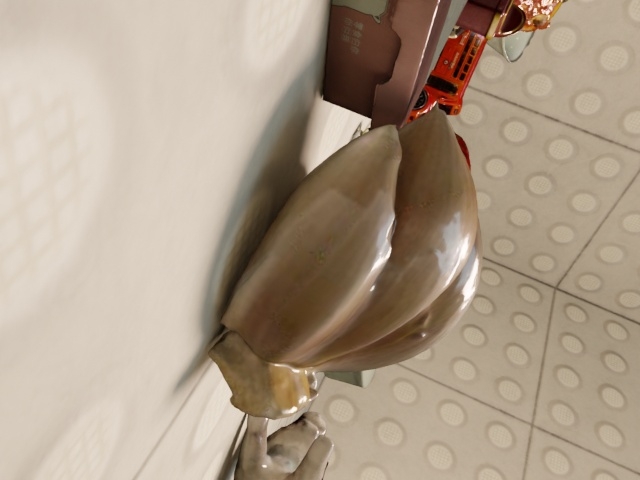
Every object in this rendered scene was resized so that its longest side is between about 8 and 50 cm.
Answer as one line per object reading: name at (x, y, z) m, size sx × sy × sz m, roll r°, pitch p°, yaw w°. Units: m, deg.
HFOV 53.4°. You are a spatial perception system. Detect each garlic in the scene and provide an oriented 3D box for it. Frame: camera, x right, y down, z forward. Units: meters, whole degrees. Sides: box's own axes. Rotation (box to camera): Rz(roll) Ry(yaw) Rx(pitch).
garlic at (0.052, 0.036, 0.625) m, size 0.325 × 0.132 × 0.279 m, roll -46°, pitch 152°, yaw 10°

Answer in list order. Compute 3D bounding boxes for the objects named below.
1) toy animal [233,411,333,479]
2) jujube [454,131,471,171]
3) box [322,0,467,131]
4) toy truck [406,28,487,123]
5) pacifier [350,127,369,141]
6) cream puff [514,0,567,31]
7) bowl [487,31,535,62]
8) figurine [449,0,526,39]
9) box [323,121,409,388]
toy animal at (-0.087, 0.454, 1.101) m, size 0.344 × 0.194 × 0.302 m, roll -62°, pitch 166°, yaw -13°
jujube at (0.267, -0.183, 1.575) m, size 0.232 × 0.213 × 0.212 m, roll -28°, pitch 141°, yaw -85°
box at (0.084, -0.237, 0.558) m, size 0.215 × 0.086 × 0.215 m, roll 96°, pitch 19°, yaw -64°
toy truck at (0.258, -0.343, 1.304) m, size 0.107 × 0.114 × 0.252 m, roll 27°, pitch 86°, yaw -84°
pacifier at (0.070, -0.119, 0.895) m, size 0.083 × 0.064 × 0.068 m, roll -64°, pitch 155°, yaw -16°
cream puff at (0.314, -0.457, 1.056) m, size 0.164 × 0.240 × 0.240 m, roll -36°, pitch 174°, yaw 5°
bowl at (0.408, -0.570, 1.442) m, size 0.313 × 0.146 × 0.313 m, roll -42°, pitch 141°, yaw -46°
figurine at (0.199, -0.312, 0.857) m, size 0.098 × 0.154 × 0.082 m, roll 106°, pitch 10°, yaw -61°
box at (0.106, 0.026, 1.198) m, size 0.396 × 0.111 × 0.395 m, roll 85°, pitch 27°, yaw -47°
